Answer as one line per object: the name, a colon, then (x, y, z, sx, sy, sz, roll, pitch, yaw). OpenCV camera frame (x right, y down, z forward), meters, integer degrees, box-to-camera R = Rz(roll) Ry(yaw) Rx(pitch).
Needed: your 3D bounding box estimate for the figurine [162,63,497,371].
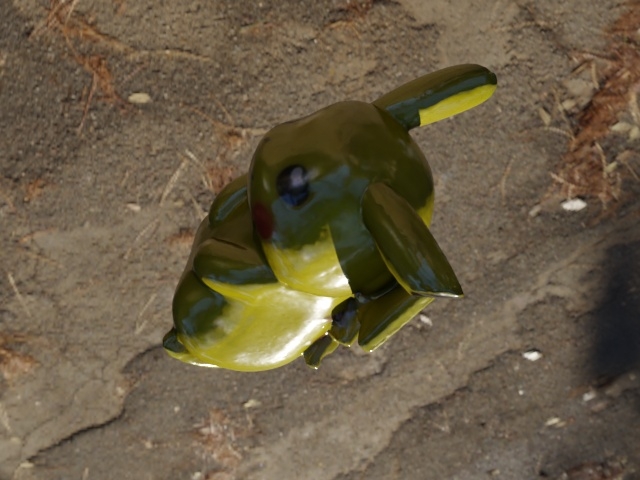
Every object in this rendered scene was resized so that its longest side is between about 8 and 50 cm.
figurine: (-0.004, 0.004, 0.681, 0.169, 0.218, 0.326, 24, 136, -19)
